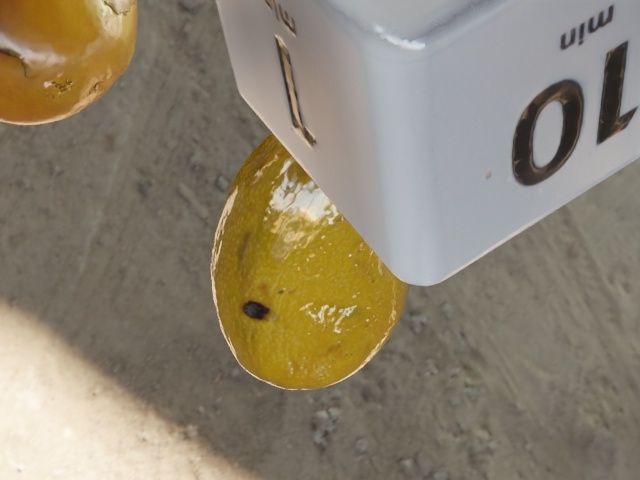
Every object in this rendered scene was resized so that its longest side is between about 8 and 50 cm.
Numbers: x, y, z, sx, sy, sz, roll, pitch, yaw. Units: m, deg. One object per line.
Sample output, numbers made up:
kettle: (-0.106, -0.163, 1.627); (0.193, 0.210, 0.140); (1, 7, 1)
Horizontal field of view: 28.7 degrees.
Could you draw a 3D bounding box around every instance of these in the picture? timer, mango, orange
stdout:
timer: (0.065, -0.129, 0.632); (0.192, 0.195, 0.194); (-31, 57, -13)
mango: (-0.003, -0.002, 1.012); (0.177, 0.294, 0.120); (-11, 39, -25)
orange: (-0.317, -0.244, 1.341); (0.246, 0.246, 0.246); (16, 57, -25)
